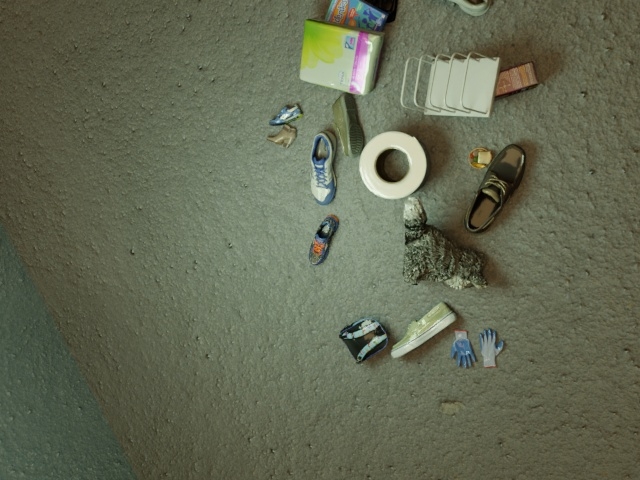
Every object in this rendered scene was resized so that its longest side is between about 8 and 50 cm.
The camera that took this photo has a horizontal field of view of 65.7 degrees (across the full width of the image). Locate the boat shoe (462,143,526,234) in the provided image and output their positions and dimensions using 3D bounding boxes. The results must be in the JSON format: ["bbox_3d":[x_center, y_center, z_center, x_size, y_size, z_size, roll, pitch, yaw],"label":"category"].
[{"bbox_3d":[0.628,-0.172,1.771,0.132,0.130,0.355,26,105,13],"label":"boat shoe"}]

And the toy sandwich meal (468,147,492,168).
[{"bbox_3d":[0.586,-0.302,1.819,0.086,0.029,0.085,3,99,18],"label":"toy sandwich meal"}]

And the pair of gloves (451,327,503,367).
[{"bbox_3d":[0.607,0.420,1.925,0.198,0.023,0.159,-3,97,19],"label":"pair of gloves"}]

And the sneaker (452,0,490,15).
[{"bbox_3d":[0.453,-0.875,1.701,0.297,0.129,0.110,22,110,2],"label":"sneaker"}]

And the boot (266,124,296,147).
[{"bbox_3d":[-0.157,-0.436,2.039,0.119,0.042,0.086,23,98,12],"label":"boot"}]

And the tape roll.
[{"bbox_3d":[0.282,-0.279,1.848,0.246,0.169,0.245,2,98,17],"label":"tape roll"}]

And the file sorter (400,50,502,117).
[{"bbox_3d":[0.434,-0.535,1.695,0.278,0.173,0.192,20,106,49],"label":"file sorter"}]

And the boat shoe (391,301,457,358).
[{"bbox_3d":[0.395,0.356,1.954,0.302,0.109,0.094,-38,70,10],"label":"boat shoe"}]

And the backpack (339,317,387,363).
[{"bbox_3d":[0.187,0.387,2.006,0.173,0.117,0.158,-36,86,20],"label":"backpack"}]

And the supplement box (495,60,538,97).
[{"bbox_3d":[0.647,-0.546,1.723,0.188,0.104,0.080,-14,93,20],"label":"supplement box"}]

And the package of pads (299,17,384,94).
[{"bbox_3d":[0.073,-0.685,1.860,0.297,0.101,0.229,20,125,15],"label":"package of pads"}]

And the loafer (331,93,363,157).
[{"bbox_3d":[0.100,-0.440,1.936,0.088,0.094,0.250,-11,85,44],"label":"loafer"}]

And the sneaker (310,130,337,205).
[{"bbox_3d":[-0.003,-0.283,1.961,0.112,0.131,0.296,2,100,16],"label":"sneaker"}]

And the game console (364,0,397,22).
[{"bbox_3d":[0.195,-1.000,1.835,0.213,0.044,0.360,10,103,16],"label":"game console"}]

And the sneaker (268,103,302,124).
[{"bbox_3d":[-0.145,-0.508,2.016,0.144,0.053,0.059,-18,93,11],"label":"sneaker"}]

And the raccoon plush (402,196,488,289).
[{"bbox_3d":[0.446,0.040,1.740,0.300,0.446,0.216,6,67,16],"label":"raccoon plush"}]

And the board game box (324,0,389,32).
[{"bbox_3d":[0.126,-0.816,1.850,0.210,0.047,0.160,32,126,7],"label":"board game box"}]

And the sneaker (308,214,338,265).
[{"bbox_3d":[0.000,0.000,2.025,0.083,0.087,0.221,22,104,14],"label":"sneaker"}]
